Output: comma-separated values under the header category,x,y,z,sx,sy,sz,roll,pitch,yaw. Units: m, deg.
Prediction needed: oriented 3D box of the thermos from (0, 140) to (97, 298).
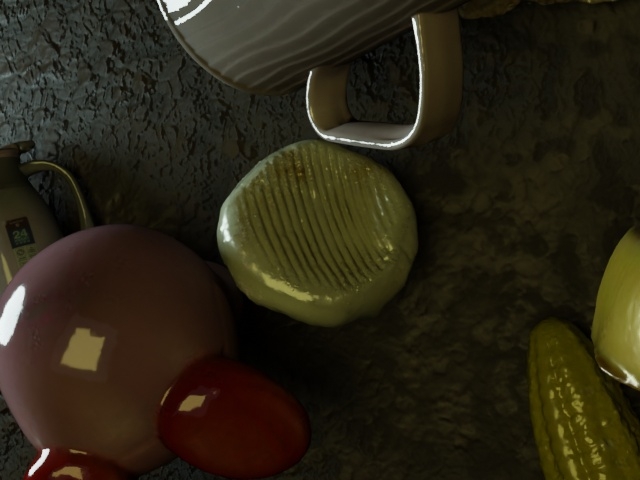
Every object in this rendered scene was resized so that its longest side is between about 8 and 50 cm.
category,x,y,z,sx,sy,sz,roll,pitch,yaw
thermos,-0.301,-0.006,1.143,0.137,0.105,0.193,-18,82,-4

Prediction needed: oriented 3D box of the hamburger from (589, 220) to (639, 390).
category,x,y,z,sx,sy,sz,roll,pitch,yaw
hamburger,0.399,0.020,0.727,0.395,0.396,0.277,23,103,17

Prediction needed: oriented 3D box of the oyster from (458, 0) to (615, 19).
category,x,y,z,sx,sy,sz,roll,pitch,yaw
oyster,0.210,-0.259,0.913,0.232,0.107,0.161,-25,121,15

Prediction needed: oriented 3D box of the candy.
category,x,y,z,sx,sy,sz,roll,pitch,yaw
candy,0.228,0.162,0.958,0.094,0.106,0.199,-27,79,40

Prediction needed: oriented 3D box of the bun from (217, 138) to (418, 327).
category,x,y,z,sx,sy,sz,roll,pitch,yaw
bun,0.000,0.000,1.020,0.183,0.102,0.183,0,66,0

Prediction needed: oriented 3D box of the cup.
category,x,y,z,sx,sy,sz,roll,pitch,yaw
cup,0.004,-0.222,0.872,0.273,0.208,0.288,-12,66,55

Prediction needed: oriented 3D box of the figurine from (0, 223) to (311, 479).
category,x,y,z,sx,sy,sz,roll,pitch,yaw
figurine,-0.178,0.102,0.979,0.269,0.211,0.261,-27,43,10
